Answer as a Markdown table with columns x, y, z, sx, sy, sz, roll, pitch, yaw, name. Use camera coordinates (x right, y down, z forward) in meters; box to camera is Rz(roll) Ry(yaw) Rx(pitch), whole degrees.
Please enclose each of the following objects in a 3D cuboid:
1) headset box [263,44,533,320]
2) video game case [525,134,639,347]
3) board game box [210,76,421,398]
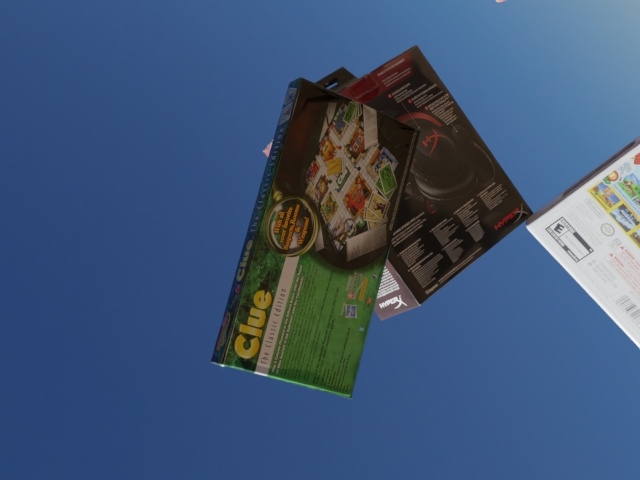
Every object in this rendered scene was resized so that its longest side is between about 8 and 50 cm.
| x | y | z | sx | sy | sz | roll | pitch | yaw | name |
| --- | --- | --- | --- | --- | --- | --- | --- | --- | --- |
| 0.089 | -0.085 | 1.058 | 0.218 | 0.110 | 0.293 | -36 | -89 | -27 | headset box |
| 0.389 | -0.002 | 0.976 | 0.227 | 0.206 | 0.026 | 45 | -153 | -10 | video game case |
| 0.000 | 0.000 | 0.765 | 0.136 | 0.030 | 0.260 | 20 | -100 | -29 | board game box |
